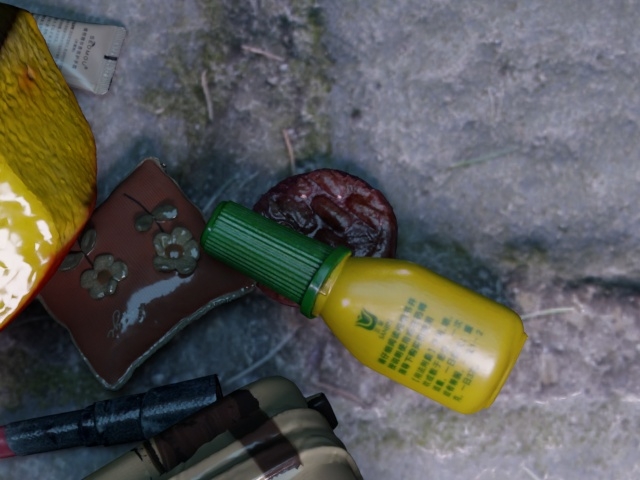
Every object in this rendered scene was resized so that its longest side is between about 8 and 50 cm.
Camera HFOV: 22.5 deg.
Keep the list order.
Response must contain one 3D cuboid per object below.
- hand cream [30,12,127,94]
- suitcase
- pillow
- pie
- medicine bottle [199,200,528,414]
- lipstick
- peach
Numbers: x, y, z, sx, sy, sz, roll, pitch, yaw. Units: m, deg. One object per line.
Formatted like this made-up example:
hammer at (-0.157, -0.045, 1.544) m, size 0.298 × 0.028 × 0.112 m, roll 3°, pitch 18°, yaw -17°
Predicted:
hand cream at (-0.318, -0.205, 1.632) m, size 0.234 × 0.050 × 0.080 m, roll 12°, pitch 70°, yaw 3°
suitcase at (-0.089, 0.306, 1.269) m, size 0.339 × 0.351 × 0.194 m, roll -29°, pitch 52°, yaw -8°
pillow at (-0.177, 0.028, 1.518) m, size 0.179 × 0.075 × 0.171 m, roll -39°, pitch 70°, yaw -8°
pie at (0.000, 0.000, 1.540) m, size 0.154 × 0.036 × 0.154 m, roll -1°, pitch 72°, yaw 3°
medicine bottle at (0.034, 0.052, 1.467) m, size 0.309 × 0.076 × 0.111 m, roll 27°, pitch 107°, yaw 1°
lipstick at (-0.205, 0.170, 1.481) m, size 0.234 × 0.053 × 0.053 m, roll -11°, pitch 70°, yaw 1°
peach at (-0.369, -0.038, 1.462) m, size 0.380 × 0.242 × 0.306 m, roll -38°, pitch 29°, yaw -8°
